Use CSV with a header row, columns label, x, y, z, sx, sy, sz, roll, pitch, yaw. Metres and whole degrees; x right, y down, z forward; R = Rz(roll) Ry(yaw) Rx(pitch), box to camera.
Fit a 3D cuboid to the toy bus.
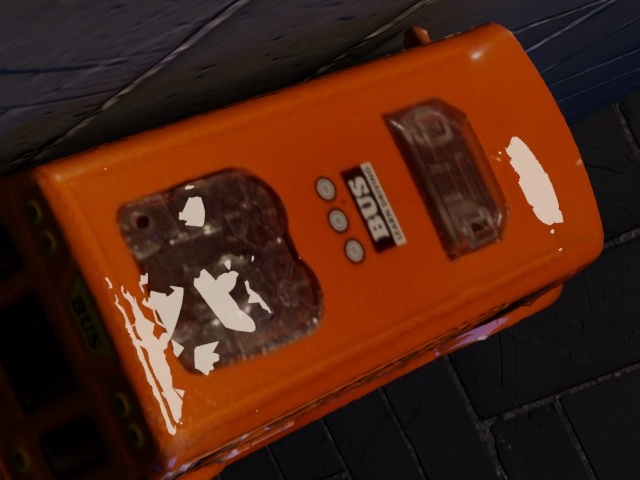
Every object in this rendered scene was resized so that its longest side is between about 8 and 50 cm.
label,x,y,z,sx,sy,sz,roll,pitch,yaw
toy bus,0.000,0.000,0.734,0.329,0.143,0.153,-21,175,-44
